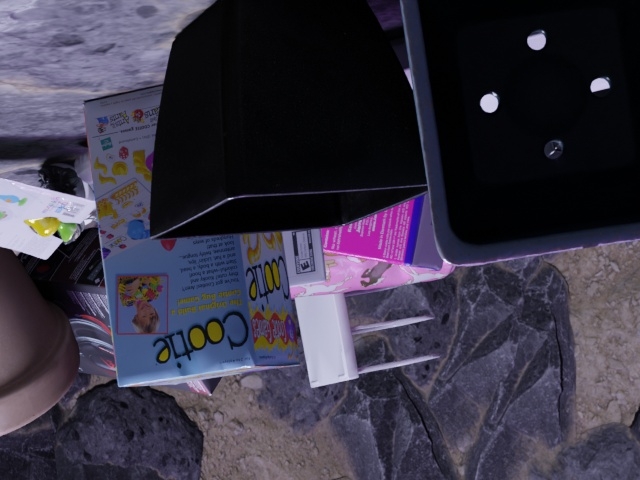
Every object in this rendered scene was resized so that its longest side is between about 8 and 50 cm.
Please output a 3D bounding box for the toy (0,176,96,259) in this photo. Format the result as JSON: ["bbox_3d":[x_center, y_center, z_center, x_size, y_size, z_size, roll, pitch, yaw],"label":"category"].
[{"bbox_3d":[-0.371,-0.054,1.501,0.237,0.056,0.137,19,143,-29],"label":"toy"}]

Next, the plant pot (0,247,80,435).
[{"bbox_3d":[-0.463,0.096,1.817,0.263,0.229,0.263,-9,-148,6],"label":"plant pot"}]

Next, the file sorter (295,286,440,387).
[{"bbox_3d":[0.066,0.076,2.228,0.173,0.278,0.193,-8,173,-18],"label":"file sorter"}]

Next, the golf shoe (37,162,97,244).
[{"bbox_3d":[-0.276,-0.060,1.652,0.094,0.077,0.198,-29,177,-15],"label":"golf shoe"}]

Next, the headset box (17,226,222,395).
[{"bbox_3d":[-0.258,0.094,1.956,0.293,0.110,0.218,6,139,34],"label":"headset box"}]

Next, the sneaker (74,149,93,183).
[{"bbox_3d":[-0.151,-0.038,1.568,0.235,0.153,0.094,-3,170,-35],"label":"sneaker"}]

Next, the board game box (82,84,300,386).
[{"bbox_3d":[-0.123,-0.004,1.381,0.144,0.275,0.142,-10,173,16],"label":"board game box"}]

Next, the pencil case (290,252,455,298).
[{"bbox_3d":[0.000,0.000,2.028,0.386,0.167,0.160,-8,-166,-10],"label":"pencil case"}]

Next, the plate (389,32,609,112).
[{"bbox_3d":[0.150,-0.164,1.352,0.277,0.045,0.278,-11,173,25],"label":"plate"}]

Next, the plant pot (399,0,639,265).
[{"bbox_3d":[0.179,-0.118,1.024,0.247,0.248,0.252,-8,179,0],"label":"plant pot"}]

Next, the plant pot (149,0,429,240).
[{"bbox_3d":[-0.034,-0.101,1.151,0.188,0.167,0.187,-6,172,-27],"label":"plant pot"}]

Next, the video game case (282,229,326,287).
[{"bbox_3d":[-0.088,-0.034,1.531,0.173,0.190,0.022,-9,-166,-11],"label":"video game case"}]

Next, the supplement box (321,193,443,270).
[{"bbox_3d":[0.039,-0.035,1.733,0.220,0.114,0.111,11,-179,25],"label":"supplement box"}]

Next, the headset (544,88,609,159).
[{"bbox_3d":[0.336,-0.115,1.763,0.243,0.185,0.394,0,155,-24],"label":"headset"}]
